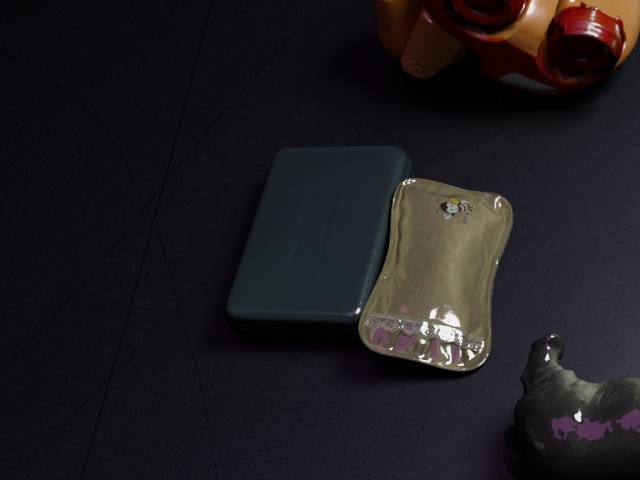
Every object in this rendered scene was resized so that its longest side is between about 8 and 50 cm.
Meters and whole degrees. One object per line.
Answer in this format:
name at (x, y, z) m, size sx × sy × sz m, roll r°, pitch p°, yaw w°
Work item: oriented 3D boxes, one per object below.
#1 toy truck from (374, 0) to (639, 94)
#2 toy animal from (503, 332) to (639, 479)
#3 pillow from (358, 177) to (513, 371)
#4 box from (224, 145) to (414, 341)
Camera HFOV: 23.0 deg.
toy truck at (0.196, -0.248, 1.677) m, size 0.265 × 0.239 × 0.189 m, roll 25°, pitch 56°, yaw -10°
toy animal at (0.322, 0.169, 1.310) m, size 0.343 × 0.106 × 0.168 m, roll 12°, pitch 57°, yaw 26°
pillow at (0.118, 0.031, 1.545) m, size 0.130 × 0.033 × 0.217 m, roll 13°, pitch 55°, yaw 6°
box at (0.000, 0.000, 1.616) m, size 0.160 × 0.050 × 0.230 m, roll 1°, pitch 53°, yaw 22°
